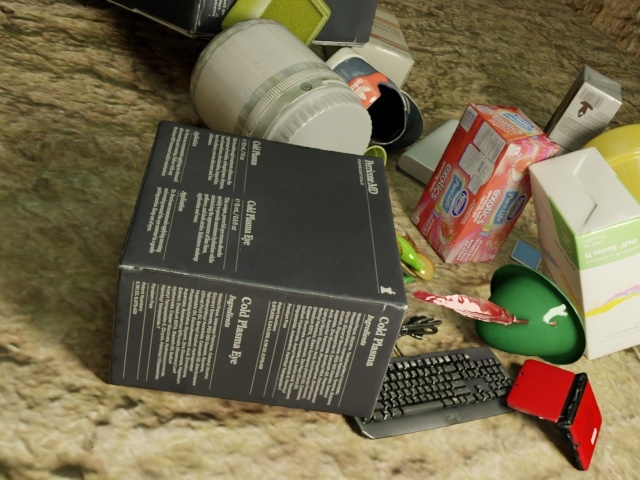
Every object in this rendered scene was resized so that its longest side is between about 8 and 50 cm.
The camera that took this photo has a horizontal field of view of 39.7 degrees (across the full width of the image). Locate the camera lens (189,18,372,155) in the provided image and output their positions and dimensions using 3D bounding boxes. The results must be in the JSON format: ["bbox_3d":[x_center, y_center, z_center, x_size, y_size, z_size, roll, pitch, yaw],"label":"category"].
[{"bbox_3d":[-0.073,-0.225,1.497,0.219,0.219,0.274,-8,45,-44],"label":"camera lens"}]

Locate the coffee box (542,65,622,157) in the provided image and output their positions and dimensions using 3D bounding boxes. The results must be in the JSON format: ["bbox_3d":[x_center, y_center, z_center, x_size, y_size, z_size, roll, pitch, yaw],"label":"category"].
[{"bbox_3d":[0.569,-0.251,2.000,0.098,0.246,0.141,30,31,2],"label":"coffee box"}]

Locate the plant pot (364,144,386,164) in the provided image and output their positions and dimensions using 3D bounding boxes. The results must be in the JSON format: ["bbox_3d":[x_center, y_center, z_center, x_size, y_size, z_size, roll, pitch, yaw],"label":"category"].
[{"bbox_3d":[0.066,-0.153,1.644,0.083,0.083,0.079,-7,33,-43],"label":"plant pot"}]

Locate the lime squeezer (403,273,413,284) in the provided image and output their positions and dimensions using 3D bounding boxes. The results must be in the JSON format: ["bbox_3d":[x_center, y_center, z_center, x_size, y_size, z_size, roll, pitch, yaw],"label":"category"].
[{"bbox_3d":[0.048,0.072,1.304,0.310,0.059,0.110,0,40,-36],"label":"lime squeezer"}]

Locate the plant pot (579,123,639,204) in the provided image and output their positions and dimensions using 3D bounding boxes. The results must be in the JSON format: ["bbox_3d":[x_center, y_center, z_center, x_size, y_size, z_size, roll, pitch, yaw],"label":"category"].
[{"bbox_3d":[0.657,-0.070,1.822,0.254,0.254,0.239,17,47,-17],"label":"plant pot"}]

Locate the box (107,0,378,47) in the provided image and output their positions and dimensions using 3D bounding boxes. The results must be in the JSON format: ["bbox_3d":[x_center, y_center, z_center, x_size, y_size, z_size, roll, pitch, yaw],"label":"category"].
[{"bbox_3d":[-0.192,-0.597,1.796,0.480,0.297,0.472,30,25,37],"label":"box"}]

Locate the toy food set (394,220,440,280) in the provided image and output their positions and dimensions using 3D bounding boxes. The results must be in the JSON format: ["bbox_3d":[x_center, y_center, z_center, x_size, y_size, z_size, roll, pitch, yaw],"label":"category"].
[{"bbox_3d":[0.139,0.010,1.407,0.132,0.038,0.192,55,21,13],"label":"toy food set"}]

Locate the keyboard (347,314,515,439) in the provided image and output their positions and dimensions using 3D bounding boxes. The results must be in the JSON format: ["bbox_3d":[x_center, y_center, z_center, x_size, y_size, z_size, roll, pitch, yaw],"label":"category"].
[{"bbox_3d":[0.133,0.176,1.238,0.317,0.033,0.201,0,40,-39],"label":"keyboard"}]

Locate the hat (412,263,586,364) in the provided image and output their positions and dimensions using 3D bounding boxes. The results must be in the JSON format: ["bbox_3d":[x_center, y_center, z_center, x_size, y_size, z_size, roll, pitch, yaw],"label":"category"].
[{"bbox_3d":[0.258,0.146,1.319,0.183,0.173,0.208,-32,62,-28],"label":"hat"}]

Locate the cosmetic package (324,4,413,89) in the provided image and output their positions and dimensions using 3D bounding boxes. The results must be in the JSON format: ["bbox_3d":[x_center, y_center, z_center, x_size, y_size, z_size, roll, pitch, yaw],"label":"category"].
[{"bbox_3d":[0.104,-0.447,2.057,0.153,0.129,0.296,17,32,-19],"label":"cosmetic package"}]

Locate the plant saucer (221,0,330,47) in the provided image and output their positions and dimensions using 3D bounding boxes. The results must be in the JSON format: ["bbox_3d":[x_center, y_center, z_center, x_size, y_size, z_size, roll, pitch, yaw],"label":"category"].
[{"bbox_3d":[-0.066,-0.404,1.621,0.045,0.188,0.188,27,-9,42],"label":"plant saucer"}]

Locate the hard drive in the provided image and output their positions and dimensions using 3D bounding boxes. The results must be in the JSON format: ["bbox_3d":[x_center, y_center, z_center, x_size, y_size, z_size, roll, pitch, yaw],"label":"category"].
[{"bbox_3d":[0.308,-0.155,1.858,0.210,0.040,0.318,33,31,11],"label":"hard drive"}]

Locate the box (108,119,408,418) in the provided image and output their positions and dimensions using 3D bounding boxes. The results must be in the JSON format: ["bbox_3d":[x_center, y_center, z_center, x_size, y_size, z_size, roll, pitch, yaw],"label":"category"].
[{"bbox_3d":[-0.076,0.025,1.108,0.312,0.179,0.343,8,33,-6],"label":"box"}]

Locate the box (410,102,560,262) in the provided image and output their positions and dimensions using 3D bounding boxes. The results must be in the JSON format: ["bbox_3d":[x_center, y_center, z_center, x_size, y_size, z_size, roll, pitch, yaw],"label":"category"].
[{"bbox_3d":[0.279,-0.096,1.535,0.122,0.257,0.128,0,39,-33],"label":"box"}]

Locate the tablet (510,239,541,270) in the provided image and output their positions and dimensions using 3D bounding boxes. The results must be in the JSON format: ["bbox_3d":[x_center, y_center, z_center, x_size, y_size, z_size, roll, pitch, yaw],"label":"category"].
[{"bbox_3d":[0.391,0.029,1.679,0.054,0.006,0.083,32,32,8],"label":"tablet"}]

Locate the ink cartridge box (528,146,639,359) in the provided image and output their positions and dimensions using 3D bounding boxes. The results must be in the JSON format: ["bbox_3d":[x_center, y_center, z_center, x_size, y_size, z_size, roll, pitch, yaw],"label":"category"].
[{"bbox_3d":[0.453,0.049,1.478,0.119,0.353,0.207,-18,38,2],"label":"ink cartridge box"}]

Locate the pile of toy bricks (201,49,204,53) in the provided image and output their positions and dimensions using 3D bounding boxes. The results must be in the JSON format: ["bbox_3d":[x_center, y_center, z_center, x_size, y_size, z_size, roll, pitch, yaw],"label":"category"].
[{"bbox_3d":[-0.125,-0.306,1.719,0.212,0.118,0.105,10,72,-44],"label":"pile of toy bricks"}]

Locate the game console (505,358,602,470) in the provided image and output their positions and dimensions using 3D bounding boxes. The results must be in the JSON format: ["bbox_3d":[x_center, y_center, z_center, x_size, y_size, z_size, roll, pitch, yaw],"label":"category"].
[{"bbox_3d":[0.340,0.249,1.280,0.144,0.085,0.124,-40,111,-57],"label":"game console"}]

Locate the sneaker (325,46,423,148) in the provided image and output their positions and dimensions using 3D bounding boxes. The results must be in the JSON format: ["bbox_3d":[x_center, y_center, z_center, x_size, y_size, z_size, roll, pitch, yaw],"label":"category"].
[{"bbox_3d":[0.122,-0.225,1.672,0.148,0.131,0.350,51,15,30],"label":"sneaker"}]
